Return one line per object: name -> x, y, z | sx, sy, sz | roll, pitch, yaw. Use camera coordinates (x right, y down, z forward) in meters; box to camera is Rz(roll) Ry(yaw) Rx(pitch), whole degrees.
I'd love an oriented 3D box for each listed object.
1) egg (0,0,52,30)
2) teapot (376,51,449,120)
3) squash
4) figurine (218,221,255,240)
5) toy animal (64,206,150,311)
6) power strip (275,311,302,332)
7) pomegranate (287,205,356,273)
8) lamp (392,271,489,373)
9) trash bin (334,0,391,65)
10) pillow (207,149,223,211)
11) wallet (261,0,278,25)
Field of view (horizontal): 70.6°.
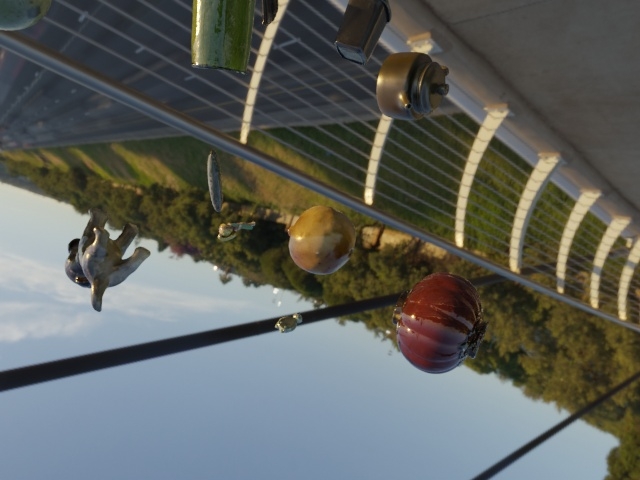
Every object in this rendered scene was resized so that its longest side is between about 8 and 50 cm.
egg -> -0.585, -0.484, 0.820 | 0.177, 0.177, 0.228 | 22, -154, -36
teapot -> 0.284, -0.439, 1.282 | 0.175, 0.268, 0.186 | 20, 140, 33
squash -> -0.423, -0.932, 1.959 | 0.262, 0.385, 0.263 | 8, -164, -2
figurine -> -0.397, -0.053, 2.138 | 0.187, 0.083, 0.083 | -15, -168, -25
toy animal -> -0.445, 0.033, 0.928 | 0.121, 0.169, 0.233 | 29, 174, -36
power strip -> -0.087, 0.230, 1.280 | 0.083, 0.035, 0.055 | -24, -131, -35
pomegranate -> 0.007, 0.002, 1.452 | 0.233, 0.233, 0.233 | 19, 176, 1
lamp -> 0.350, 0.242, 1.332 | 0.256, 0.303, 0.303 | 20, 177, 24
trash bin -> 0.181, -0.905, 1.877 | 0.182, 0.291, 0.209 | 25, -174, 11
pillow -> -0.395, -0.228, 1.682 | 0.051, 0.241, 0.093 | -12, -147, -19
wallet -> -0.161, -0.829, 1.438 | 0.041, 0.247, 0.323 | 2, -150, 4
